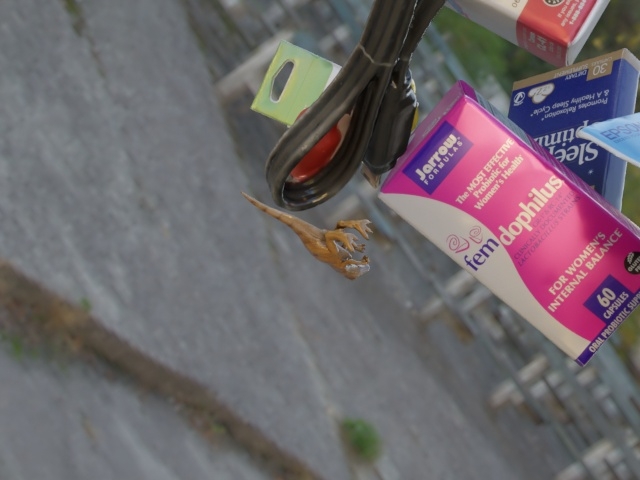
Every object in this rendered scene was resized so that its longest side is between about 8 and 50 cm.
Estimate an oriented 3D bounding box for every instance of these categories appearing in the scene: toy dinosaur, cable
[{"bbox_3d":[0.000,0.000,2.113,0.211,0.112,0.064,40,46,-33],"label":"toy dinosaur"},{"bbox_3d":[0.025,-0.118,1.032,0.072,0.139,0.287,52,-27,26],"label":"cable"}]

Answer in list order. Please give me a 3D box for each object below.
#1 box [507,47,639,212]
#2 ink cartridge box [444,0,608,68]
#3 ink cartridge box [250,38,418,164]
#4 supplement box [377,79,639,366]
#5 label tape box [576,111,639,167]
[{"bbox_3d":[0.234,-0.072,1.570,0.036,0.136,0.225,35,55,-37],"label":"box"},{"bbox_3d":[0.217,-0.376,1.924,0.306,0.226,0.131,30,-1,9],"label":"ink cartridge box"},{"bbox_3d":[0.019,-0.182,2.234,0.209,0.109,0.062,25,0,-1],"label":"ink cartridge box"},{"bbox_3d":[0.163,-0.017,1.325,0.220,0.111,0.114,39,11,-5],"label":"supplement box"},{"bbox_3d":[0.359,0.038,1.152,0.249,0.115,0.347,-14,46,-45],"label":"label tape box"}]
